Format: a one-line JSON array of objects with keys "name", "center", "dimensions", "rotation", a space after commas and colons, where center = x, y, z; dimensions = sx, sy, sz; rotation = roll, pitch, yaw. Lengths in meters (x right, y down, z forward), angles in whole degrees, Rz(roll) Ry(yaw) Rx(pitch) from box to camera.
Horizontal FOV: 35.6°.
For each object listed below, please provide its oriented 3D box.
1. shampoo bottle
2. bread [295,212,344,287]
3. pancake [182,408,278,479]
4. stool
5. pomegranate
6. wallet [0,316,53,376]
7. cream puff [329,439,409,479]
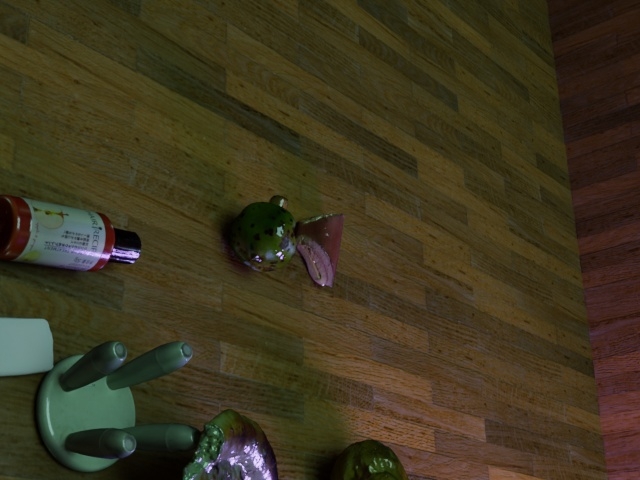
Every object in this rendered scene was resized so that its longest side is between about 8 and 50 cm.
[{"name": "shampoo bottle", "center": [-0.421, -0.004, 1.670], "dimensions": [0.278, 0.104, 0.104], "rotation": [12, 66, -51]}, {"name": "bread", "center": [0.001, 0.000, 2.255], "dimensions": [0.119, 0.067, 0.192], "rotation": [35, 49, -40]}, {"name": "pancake", "center": [-0.143, 0.450, 1.697], "dimensions": [0.305, 0.066, 0.427], "rotation": [-63, 155, -53]}, {"name": "stool", "center": [-0.321, 0.263, 1.607], "dimensions": [0.195, 0.198, 0.195], "rotation": [9, 67, -53]}, {"name": "pomegranate", "center": [-0.118, -0.027, 2.045], "dimensions": [0.122, 0.143, 0.169], "rotation": [29, 62, -43]}, {"name": "wallet", "center": [-0.498, 0.165, 1.556], "dimensions": [0.190, 0.033, 0.095], "rotation": [2, 75, -52]}, {"name": "cream puff", "center": [0.117, 0.537, 2.063], "dimensions": [0.244, 0.196, 0.244], "rotation": [34, 6, -4]}]
